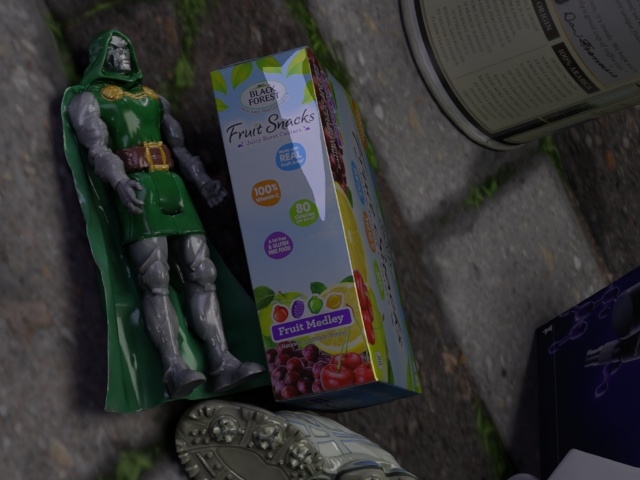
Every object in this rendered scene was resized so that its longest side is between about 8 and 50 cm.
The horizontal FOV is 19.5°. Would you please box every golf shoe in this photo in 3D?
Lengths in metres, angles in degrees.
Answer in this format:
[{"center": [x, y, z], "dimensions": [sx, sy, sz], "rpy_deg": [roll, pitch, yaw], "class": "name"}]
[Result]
[{"center": [-0.022, 0.135, 1.165], "dimensions": [0.176, 0.069, 0.086], "rpy_deg": [27, 15, -29], "class": "golf shoe"}]

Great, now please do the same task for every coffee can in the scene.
[{"center": [0.228, -0.202, 1.429], "dimensions": [0.201, 0.275, 0.201], "rpy_deg": [25, 57, -45], "class": "coffee can"}]

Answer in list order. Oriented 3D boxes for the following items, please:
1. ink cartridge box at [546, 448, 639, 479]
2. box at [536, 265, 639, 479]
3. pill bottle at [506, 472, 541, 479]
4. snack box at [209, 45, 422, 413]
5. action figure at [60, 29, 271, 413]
[{"center": [0.158, 0.318, 1.132], "dimensions": [0.307, 0.129, 0.223], "rpy_deg": [-49, 125, -23], "class": "ink cartridge box"}, {"center": [0.257, 0.131, 1.347], "dimensions": [0.103, 0.184, 0.261], "rpy_deg": [40, 30, -23], "class": "box"}, {"center": [0.170, 0.203, 1.378], "dimensions": [0.083, 0.043, 0.043], "rpy_deg": [27, 55, -44], "class": "pill bottle"}, {"center": [0.000, 0.000, 1.171], "dimensions": [0.174, 0.070, 0.207], "rpy_deg": [35, 43, -76], "class": "snack box"}, {"center": [-0.100, -0.019, 1.110], "dimensions": [0.137, 0.063, 0.232], "rpy_deg": [-4, 69, -48], "class": "action figure"}]
